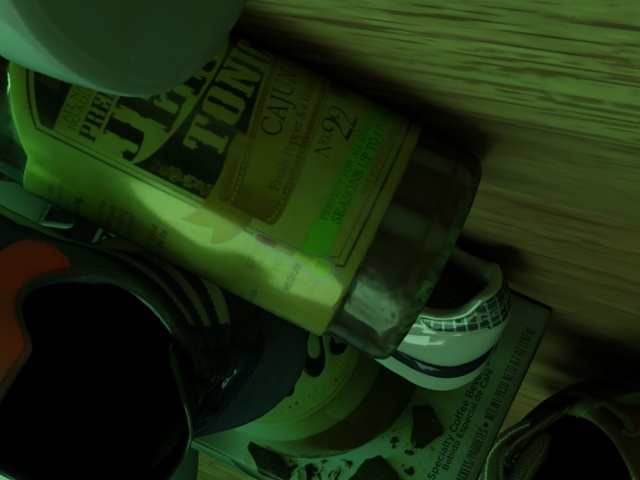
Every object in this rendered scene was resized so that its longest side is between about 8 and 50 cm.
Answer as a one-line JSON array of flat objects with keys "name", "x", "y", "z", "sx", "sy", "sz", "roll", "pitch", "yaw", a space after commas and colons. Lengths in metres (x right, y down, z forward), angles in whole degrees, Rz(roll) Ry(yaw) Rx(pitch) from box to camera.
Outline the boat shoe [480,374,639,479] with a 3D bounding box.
[{"name": "boat shoe", "x": 0.164, "y": 0.143, "z": 1.064, "sx": 0.116, "sy": 0.123, "sz": 0.324, "roll": -3, "pitch": 170, "yaw": -19}]

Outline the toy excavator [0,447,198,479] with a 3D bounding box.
[{"name": "toy excavator", "x": -0.180, "y": 0.152, "z": 1.222, "sx": 0.445, "sy": 0.222, "sz": 0.433, "roll": 17, "pitch": -152, "yaw": 33}]

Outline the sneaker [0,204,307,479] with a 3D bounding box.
[{"name": "sneaker", "x": -0.090, "y": 0.070, "z": 0.819, "sx": 0.148, "sy": 0.131, "sz": 0.350, "roll": 37, "pitch": -168, "yaw": 32}]

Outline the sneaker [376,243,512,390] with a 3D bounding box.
[{"name": "sneaker", "x": 0.000, "y": 0.000, "z": 0.980, "sx": 0.235, "sy": 0.090, "sz": 0.095, "roll": 21, "pitch": 157, "yaw": 8}]

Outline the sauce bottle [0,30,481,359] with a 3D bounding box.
[{"name": "sauce bottle", "x": -0.099, "y": -0.063, "z": 0.776, "sx": 0.344, "sy": 0.111, "sz": 0.111, "roll": 25, "pitch": 170, "yaw": -2}]

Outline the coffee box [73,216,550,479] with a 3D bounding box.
[{"name": "coffee box", "x": -0.025, "y": 0.067, "z": 1.088, "sx": 0.297, "sy": 0.168, "sz": 0.119, "roll": 24, "pitch": 170, "yaw": 9}]

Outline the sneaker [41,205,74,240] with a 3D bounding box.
[{"name": "sneaker", "x": -0.212, "y": -0.004, "z": 0.925, "sx": 0.163, "sy": 0.086, "sz": 0.226, "roll": 27, "pitch": -168, "yaw": -16}]

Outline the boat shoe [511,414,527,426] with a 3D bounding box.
[{"name": "boat shoe", "x": 0.330, "y": 0.246, "z": 1.163, "sx": 0.500, "sy": 0.156, "sz": 0.187, "roll": 21, "pitch": 171, "yaw": 31}]

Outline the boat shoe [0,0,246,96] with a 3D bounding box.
[{"name": "boat shoe", "x": -0.120, "y": -0.154, "z": 0.308, "sx": 0.156, "sy": 0.136, "sz": 0.367, "roll": 21, "pitch": 166, "yaw": 24}]

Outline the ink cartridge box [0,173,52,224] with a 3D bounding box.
[{"name": "ink cartridge box", "x": -0.194, "y": -0.066, "z": 0.848, "sx": 0.099, "sy": 0.056, "sz": 0.135, "roll": 8, "pitch": -135, "yaw": -32}]
